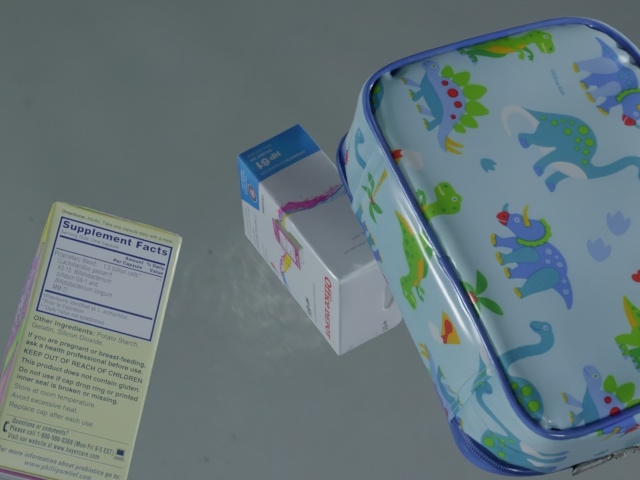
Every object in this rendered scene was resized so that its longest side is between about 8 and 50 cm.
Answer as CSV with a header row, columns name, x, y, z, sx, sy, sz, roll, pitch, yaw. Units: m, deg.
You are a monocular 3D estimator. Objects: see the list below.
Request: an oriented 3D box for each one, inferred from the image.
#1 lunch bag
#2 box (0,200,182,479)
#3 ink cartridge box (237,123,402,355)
name,x,y,z,sx,sy,sz,roll,pitch,yaw
lunch bag,0.122,0.000,0.709,0.176,0.090,0.219,-18,68,-19
box,-0.226,0.124,1.259,0.117,0.213,0.242,17,64,-12
ink cartridge box,0.000,0.000,0.908,0.052,0.088,0.122,-29,58,-18
